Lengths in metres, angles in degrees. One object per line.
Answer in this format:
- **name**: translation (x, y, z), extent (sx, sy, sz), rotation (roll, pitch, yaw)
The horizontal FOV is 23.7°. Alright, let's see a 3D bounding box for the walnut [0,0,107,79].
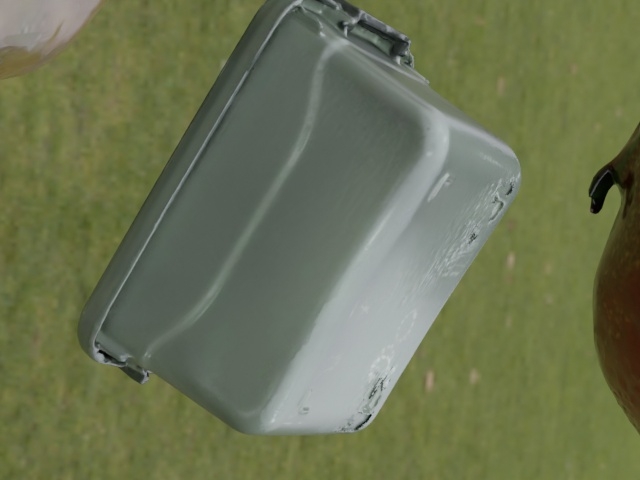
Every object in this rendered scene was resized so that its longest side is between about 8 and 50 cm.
- **walnut**: translation (-0.263, -0.273, 0.968), extent (0.383, 0.383, 0.384), rotation (7, 90, -73)

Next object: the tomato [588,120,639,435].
- **tomato**: translation (0.295, 0.009, 0.790), extent (0.303, 0.239, 0.304), rotation (-25, 133, -30)

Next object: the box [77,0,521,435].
- **box**: translation (0.000, 0.000, 0.602), extent (0.172, 0.093, 0.124), rotation (-59, 155, 10)
